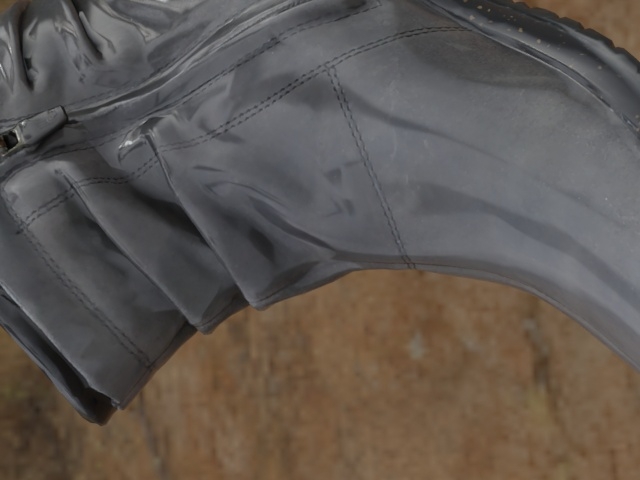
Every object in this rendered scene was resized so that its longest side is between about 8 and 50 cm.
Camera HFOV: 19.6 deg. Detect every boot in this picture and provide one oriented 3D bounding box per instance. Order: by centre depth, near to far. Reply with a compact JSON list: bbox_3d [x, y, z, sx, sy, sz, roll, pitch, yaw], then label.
[{"bbox_3d":[0.000,0.000,0.657,0.338,0.222,0.118,48,172,34],"label":"boot"}]
